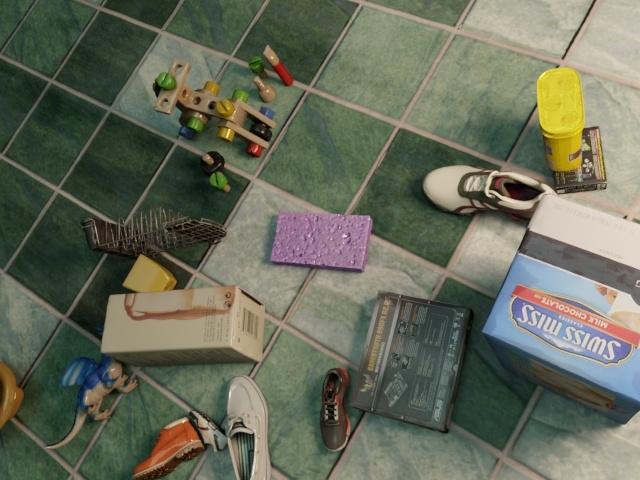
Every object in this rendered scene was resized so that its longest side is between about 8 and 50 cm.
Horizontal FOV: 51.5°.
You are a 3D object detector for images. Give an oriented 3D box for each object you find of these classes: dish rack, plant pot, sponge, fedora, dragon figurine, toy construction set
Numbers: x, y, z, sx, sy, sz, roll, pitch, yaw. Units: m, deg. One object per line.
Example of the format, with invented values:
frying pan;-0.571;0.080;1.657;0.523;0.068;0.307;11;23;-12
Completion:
dish rack;-0.349;-0.020;1.442;0.271;0.208;0.074;-13;79;15
plant pot;-0.371;0.090;1.476;0.083;0.081;0.081;26;81;15
sponge;0.000;0.000;1.396;0.210;0.031;0.117;5;73;21
fedora;-0.745;0.366;1.511;0.194;0.079;0.194;-8;71;24
dragon figurine;-0.499;0.308;1.436;0.144;0.085;0.289;36;81;29
toy construction set;-0.224;-0.324;1.481;0.309;0.237;0.257;-45;63;0

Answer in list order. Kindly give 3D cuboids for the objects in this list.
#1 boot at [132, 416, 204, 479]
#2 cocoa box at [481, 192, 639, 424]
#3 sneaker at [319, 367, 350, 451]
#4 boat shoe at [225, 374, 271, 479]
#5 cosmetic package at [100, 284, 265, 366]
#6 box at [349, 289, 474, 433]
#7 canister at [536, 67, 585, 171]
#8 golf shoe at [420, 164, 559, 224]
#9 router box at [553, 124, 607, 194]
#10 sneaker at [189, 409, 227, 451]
boot;-0.319;0.426;1.349;0.158;0.059;0.084;-31;60;-2
cocoa box;0.413;0.122;1.022;0.231;0.347;0.228;24;81;26
sneaker;0.019;0.317;1.255;0.061;0.065;0.158;-6;69;18
boat shoe;-0.143;0.367;1.291;0.083;0.076;0.226;-23;65;11
cosmetic package;-0.279;0.181;1.368;0.296;0.153;0.129;-5;68;17
box;0.171;0.222;1.239;0.183;0.056;0.231;9;74;23
canister;0.433;-0.211;1.191;0.073;0.170;0.126;-5;70;20
golf shoe;0.319;-0.104;1.269;0.273;0.120;0.105;12;77;25
router box;0.491;-0.153;1.267;0.092;0.038;0.122;-6;70;19
sneaker;-0.231;0.383;1.338;0.109;0.040;0.044;34;87;27
